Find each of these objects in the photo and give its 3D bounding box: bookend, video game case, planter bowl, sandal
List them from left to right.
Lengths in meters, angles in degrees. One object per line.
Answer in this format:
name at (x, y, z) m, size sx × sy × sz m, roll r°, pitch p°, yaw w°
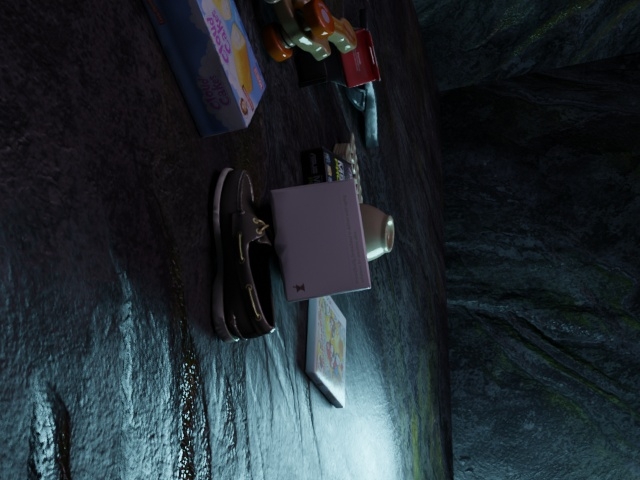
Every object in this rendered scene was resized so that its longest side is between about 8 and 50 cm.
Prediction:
bookend at (-0.015, -0.459, 2.018) m, size 0.157 × 0.072 × 0.156 m, roll -47°, pitch 126°, yaw -68°
video game case at (0.016, 0.231, 1.849) m, size 0.206 × 0.026 × 0.226 m, roll 58°, pitch 29°, yaw -52°
sandal at (0.114, -0.457, 2.427) m, size 0.167 × 0.107 × 0.445 m, roll -82°, pitch 169°, yaw -47°
planter bowl at (0.130, -0.019, 2.162) m, size 0.162 × 0.109 × 0.162 m, roll 2°, pitch 90°, yaw -71°

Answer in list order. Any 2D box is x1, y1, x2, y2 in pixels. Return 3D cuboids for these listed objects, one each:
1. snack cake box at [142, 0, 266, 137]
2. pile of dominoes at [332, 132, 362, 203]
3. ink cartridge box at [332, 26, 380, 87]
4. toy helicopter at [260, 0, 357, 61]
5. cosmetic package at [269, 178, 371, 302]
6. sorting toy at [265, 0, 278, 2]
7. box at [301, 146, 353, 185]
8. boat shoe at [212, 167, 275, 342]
snack cake box at (-0.186, -0.324, 1.361) m, size 0.152 × 0.089 × 0.264 m, roll -78°, pitch 153°, yaw -52°
pile of dominoes at (0.073, -0.145, 2.250) m, size 0.196 × 0.040 × 0.251 m, roll -73°, pitch 158°, yaw -55°
ink cartridge box at (0.074, -0.473, 2.140) m, size 0.231 × 0.078 × 0.134 m, roll -133°, pitch -154°, yaw -68°
toy helicopter at (-0.016, -0.512, 1.879) m, size 0.355 × 0.140 × 0.234 m, roll 4°, pitch 66°, yaw -62°
cosmetic package at (0.000, 0.000, 1.553) m, size 0.365 × 0.155 × 0.196 m, roll -111°, pitch -167°, yaw -89°
sorting toy at (-0.113, -0.570, 1.634) m, size 0.196 × 0.047 × 0.347 m, roll 52°, pitch 33°, yaw -11°
box at (0.031, -0.070, 1.979) m, size 0.216 × 0.060 × 0.270 m, roll 18°, pitch 64°, yaw -68°
boat shoe at (-0.123, 0.017, 1.388) m, size 0.109 × 0.091 × 0.304 m, roll 44°, pitch 40°, yaw -64°
